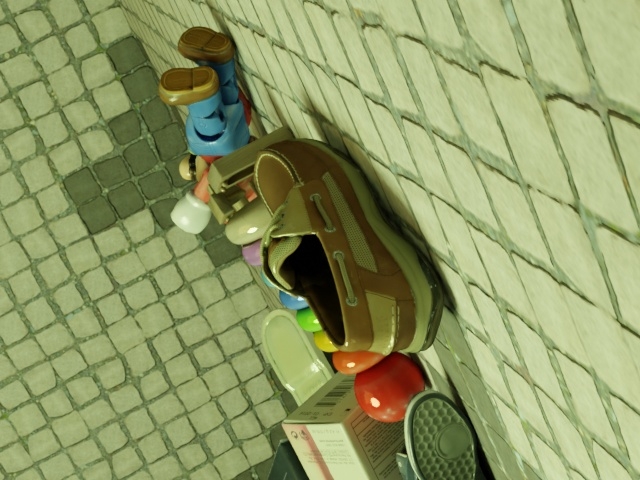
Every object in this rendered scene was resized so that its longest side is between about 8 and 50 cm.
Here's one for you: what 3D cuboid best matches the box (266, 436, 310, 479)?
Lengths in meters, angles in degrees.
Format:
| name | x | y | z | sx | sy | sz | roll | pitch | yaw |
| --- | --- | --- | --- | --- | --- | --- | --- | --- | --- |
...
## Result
| name | x | y | z | sx | sy | sz | roll | pitch | yaw |
| --- | --- | --- | --- | --- | --- | --- | --- | --- | --- |
| box | 0.086 | 0.505 | 1.969 | 0.395 | 0.212 | 0.293 | 58 | 152 | 26 |

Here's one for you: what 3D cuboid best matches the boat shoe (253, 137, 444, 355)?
| name | x | y | z | sx | sy | sz | roll | pitch | yaw |
| --- | --- | --- | --- | --- | --- | --- | --- | --- | --- |
| boat shoe | 0.000 | 0.000 | 1.289 | 0.324 | 0.120 | 0.122 | 49 | 142 | 46 |

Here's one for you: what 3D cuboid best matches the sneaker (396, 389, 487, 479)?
| name | x | y | z | sx | sy | sz | roll | pitch | yaw |
| --- | --- | --- | --- | --- | --- | --- | --- | --- | --- |
| sneaker | 0.132 | 0.248 | 1.518 | 0.226 | 0.086 | 0.163 | 65 | 169 | -27 |

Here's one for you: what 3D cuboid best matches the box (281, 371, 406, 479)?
| name | x | y | z | sx | sy | sz | roll | pitch | yaw |
| --- | --- | --- | --- | --- | --- | --- | --- | --- | --- |
| box | 0.077 | 0.300 | 1.697 | 0.127 | 0.148 | 0.232 | -9 | 112 | 47 |

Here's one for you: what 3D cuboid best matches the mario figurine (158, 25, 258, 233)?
| name | x | y | z | sx | sy | sz | roll | pitch | yaw |
| --- | --- | --- | --- | --- | --- | --- | --- | --- | --- |
| mario figurine | -0.170 | -0.143 | 1.794 | 0.170 | 0.198 | 0.320 | 41 | 157 | 35 |

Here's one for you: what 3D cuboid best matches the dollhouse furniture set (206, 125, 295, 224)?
| name | x | y | z | sx | sy | sz | roll | pitch | yaw |
| --- | --- | --- | --- | --- | --- | --- | --- | --- | --- |
| dollhouse furniture set | -0.062 | -0.051 | 1.646 | 0.123 | 0.144 | 0.151 | 56 | 157 | 12 |

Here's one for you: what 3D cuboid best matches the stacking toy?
| name | x | y | z | sx | sy | sz | roll | pitch | yaw |
| --- | --- | --- | --- | --- | --- | --- | --- | --- | --- |
| stacking toy | 0.025 | 0.079 | 1.565 | 0.330 | 0.141 | 0.141 | 56 | 173 | -9 |

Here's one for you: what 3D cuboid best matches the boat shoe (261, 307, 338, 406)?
| name | x | y | z | sx | sy | sz | roll | pitch | yaw |
| --- | --- | --- | --- | --- | --- | --- | --- | --- | --- |
| boat shoe | 0.031 | 0.248 | 1.873 | 0.127 | 0.113 | 0.340 | -40 | 74 | 38 |
